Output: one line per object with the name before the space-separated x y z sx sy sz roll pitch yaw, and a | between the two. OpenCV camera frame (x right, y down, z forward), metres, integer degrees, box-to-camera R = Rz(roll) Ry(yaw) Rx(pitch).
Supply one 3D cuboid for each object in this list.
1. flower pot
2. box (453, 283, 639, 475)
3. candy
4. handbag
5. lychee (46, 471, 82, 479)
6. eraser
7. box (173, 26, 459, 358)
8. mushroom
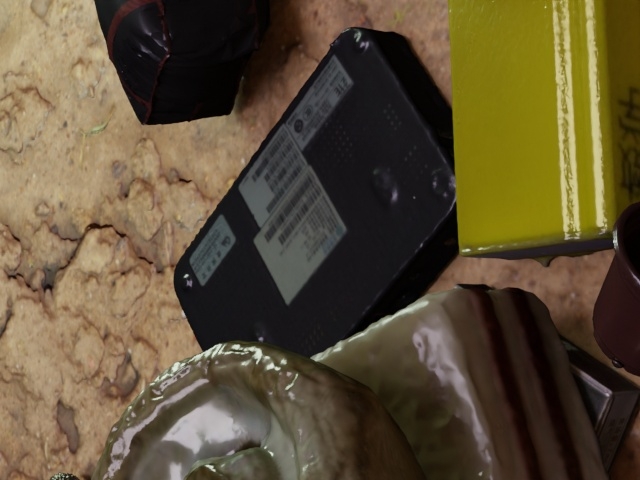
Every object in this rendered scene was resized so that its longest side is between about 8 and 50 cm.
flower pot | 0.236 0.041 1.094 0.111 0.111 0.089 61 146 31
box | 0.121 0.217 1.247 0.180 0.047 0.325 36 115 43
candy | 0.047 0.168 1.198 0.320 0.135 0.180 -31 67 43
handbag | -0.133 -0.229 1.484 0.169 0.155 0.215 133 128 -62
lychee | -0.276 0.289 1.687 0.067 0.068 0.083 3 72 49
eraser | 0.172 -0.096 1.187 0.158 0.069 0.226 -8 82 50
box | 0.000 0.000 1.392 0.350 0.058 0.211 -52 51 33
mushroom | -0.012 0.165 1.046 0.267 0.189 0.164 9 74 55
